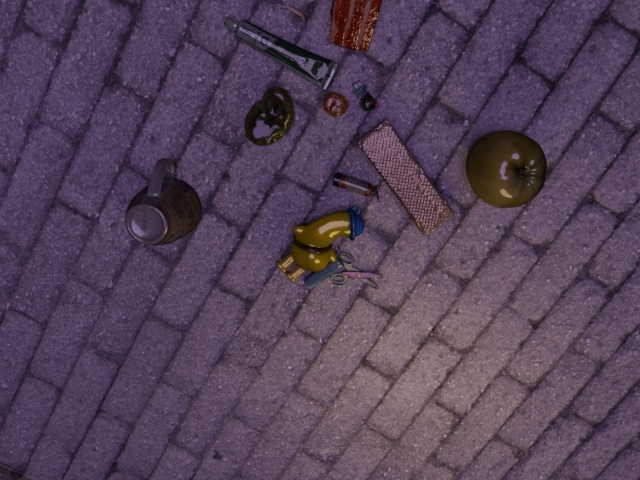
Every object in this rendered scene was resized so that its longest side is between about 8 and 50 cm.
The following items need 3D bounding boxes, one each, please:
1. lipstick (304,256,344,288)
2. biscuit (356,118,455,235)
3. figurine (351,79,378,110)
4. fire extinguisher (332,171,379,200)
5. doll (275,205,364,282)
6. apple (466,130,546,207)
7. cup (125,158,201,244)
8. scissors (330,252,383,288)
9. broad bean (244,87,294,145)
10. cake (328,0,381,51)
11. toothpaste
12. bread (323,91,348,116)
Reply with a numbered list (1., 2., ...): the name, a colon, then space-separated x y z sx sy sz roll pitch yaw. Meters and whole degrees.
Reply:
1. lipstick: 0.013 0.121 1.791 0.158 0.048 0.048 -36 103 16
2. biscuit: 0.302 -0.217 1.677 0.144 0.078 0.426 -35 104 10
3. figurine: 0.149 -0.489 1.619 0.060 0.047 0.106 -34 97 -26
4. fire extinguisher: 0.130 -0.189 1.702 0.177 0.050 0.062 19 80 -4
5. doll: 0.000 0.000 1.715 0.363 0.145 0.199 -41 110 7
6. apple: 0.619 -0.236 1.588 0.262 0.262 0.262 0 107 1
7. cup: -0.542 -0.123 1.633 0.227 0.257 0.301 6 105 -3
8. scissors: 0.141 0.130 1.813 0.187 0.020 0.134 19 109 -2
9. broad bean: -0.170 -0.420 1.639 0.153 0.072 0.207 29 117 -5
10. cake: 0.112 -0.769 1.532 0.158 0.160 0.262 11 141 -2
11. toothpaste: -0.133 -0.627 1.575 0.392 0.061 0.099 25 105 -9
12. bread: 0.048 -0.462 1.626 0.081 0.046 0.083 -33 102 8
